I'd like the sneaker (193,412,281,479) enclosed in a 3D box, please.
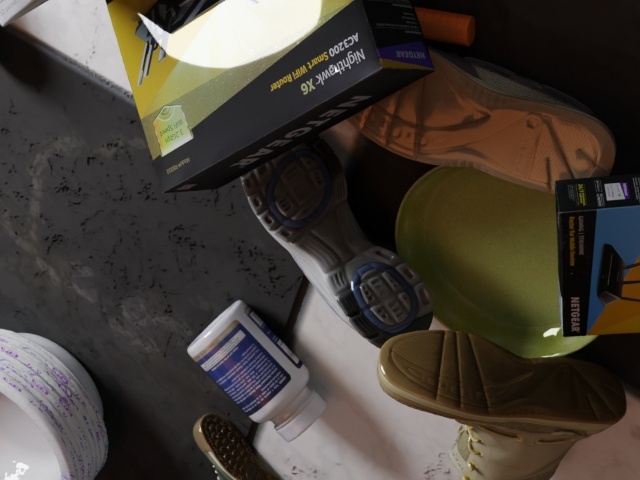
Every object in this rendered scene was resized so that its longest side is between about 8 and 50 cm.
[{"bbox_3d":[-0.118,0.326,1.638,0.192,0.064,0.086,46,130,-8],"label":"sneaker"}]

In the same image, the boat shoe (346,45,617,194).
[{"bbox_3d":[0.141,-0.119,1.123,0.285,0.092,0.103,20,107,17],"label":"boat shoe"}]

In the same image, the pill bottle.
[{"bbox_3d":[-0.074,0.163,1.471,0.169,0.094,0.094,47,134,-3],"label":"pill bottle"}]

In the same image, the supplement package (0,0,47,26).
[{"bbox_3d":[-0.210,-0.349,1.115,0.262,0.204,0.145,-24,105,43],"label":"supplement package"}]

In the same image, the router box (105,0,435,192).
[{"bbox_3d":[-0.063,-0.210,1.131,0.309,0.081,0.243,-25,79,40],"label":"router box"}]

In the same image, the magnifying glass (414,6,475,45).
[{"bbox_3d":[0.040,-0.221,1.166,0.231,0.026,0.092,14,128,25],"label":"magnifying glass"}]

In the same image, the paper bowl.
[{"bbox_3d":[-0.430,0.249,1.734,0.284,0.148,0.284,17,129,23],"label":"paper bowl"}]

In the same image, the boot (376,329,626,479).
[{"bbox_3d":[0.163,0.190,1.276,0.262,0.095,0.203,9,144,-12],"label":"boot"}]

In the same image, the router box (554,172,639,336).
[{"bbox_3d":[0.282,0.014,1.087,0.133,0.046,0.179,-5,138,9],"label":"router box"}]

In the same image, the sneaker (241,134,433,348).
[{"bbox_3d":[0.000,0.000,1.295,0.297,0.111,0.129,57,167,5],"label":"sneaker"}]

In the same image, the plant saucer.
[{"bbox_3d":[0.192,0.014,1.225,0.241,0.037,0.241,18,129,23],"label":"plant saucer"}]
